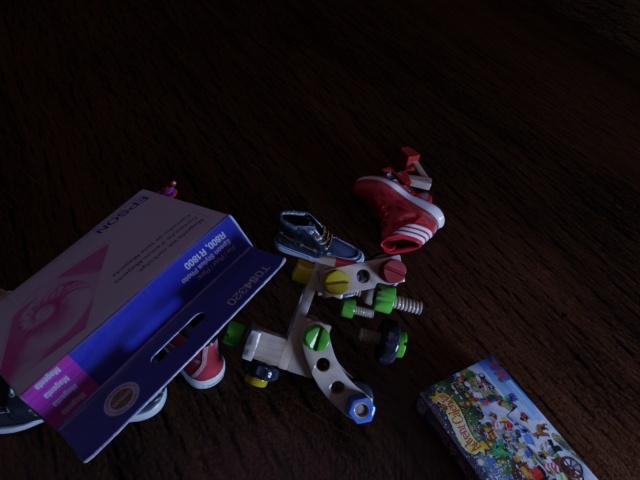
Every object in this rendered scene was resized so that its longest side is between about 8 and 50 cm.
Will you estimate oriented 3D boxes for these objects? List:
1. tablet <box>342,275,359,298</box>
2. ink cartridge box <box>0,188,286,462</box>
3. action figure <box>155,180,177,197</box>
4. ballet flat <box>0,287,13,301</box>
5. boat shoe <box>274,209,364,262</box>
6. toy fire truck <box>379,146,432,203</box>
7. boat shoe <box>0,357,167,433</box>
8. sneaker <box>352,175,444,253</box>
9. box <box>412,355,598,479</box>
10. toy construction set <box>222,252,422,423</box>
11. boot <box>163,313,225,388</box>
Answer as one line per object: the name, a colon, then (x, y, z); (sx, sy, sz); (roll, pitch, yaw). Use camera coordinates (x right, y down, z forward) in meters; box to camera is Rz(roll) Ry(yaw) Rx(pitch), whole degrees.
tablet: (0.062, 0.082, 0.991); (0.083, 0.006, 0.054); (-13, 49, -23)
ink cartridge box: (-0.266, 0.070, 0.690); (0.330, 0.071, 0.324); (15, 51, 43)
action figure: (-0.325, -0.087, 1.073); (0.038, 0.030, 0.115); (10, 43, 7)
ballet flat: (-0.460, 0.118, 0.819); (0.206, 0.073, 0.067); (23, 32, 8)
boat shoe: (0.000, 0.000, 1.006); (0.183, 0.083, 0.065); (14, 45, 3)
toy fire truck: (0.209, -0.136, 1.205); (0.135, 0.047, 0.192); (-18, 52, -28)
boat shoe: (-0.375, 0.199, 0.734); (0.302, 0.091, 0.114); (-3, 46, -13)
sneaker: (0.134, -0.054, 1.086); (0.221, 0.087, 0.128); (25, 55, 31)
box: (0.273, 0.304, 0.784); (0.159, 0.044, 0.233); (-17, 51, -26)
toy construction set: (-0.012, 0.103, 0.800); (0.237, 0.257, 0.309); (14, 22, -3)
boot: (-0.236, 0.096, 0.803); (0.244, 0.176, 0.088); (37, 52, 26)
